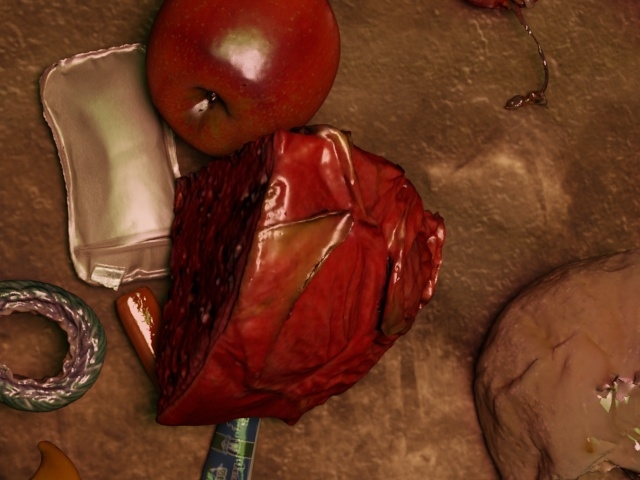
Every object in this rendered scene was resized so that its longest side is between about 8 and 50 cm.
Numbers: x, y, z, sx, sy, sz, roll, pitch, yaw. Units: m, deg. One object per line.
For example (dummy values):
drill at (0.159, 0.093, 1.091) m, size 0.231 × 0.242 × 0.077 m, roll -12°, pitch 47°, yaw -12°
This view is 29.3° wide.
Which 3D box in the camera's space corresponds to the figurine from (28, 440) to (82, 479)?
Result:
figurine at (-0.378, 0.366, 0.975) m, size 0.401 × 0.268 × 0.387 m, roll -11°, pitch 75°, yaw -27°

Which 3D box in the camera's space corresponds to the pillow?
pillow at (-0.192, -0.071, 1.178) m, size 0.130 × 0.038 × 0.233 m, roll -12°, pitch 89°, yaw -15°

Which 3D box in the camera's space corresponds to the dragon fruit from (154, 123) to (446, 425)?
dragon fruit at (0.000, 0.000, 1.155) m, size 0.330 × 0.302 × 0.240 m, roll -7°, pitch 53°, yaw -42°

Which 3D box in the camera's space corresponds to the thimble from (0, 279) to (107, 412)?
thimble at (-0.265, 0.095, 1.118) m, size 0.135 × 0.090 × 0.118 m, roll 28°, pitch 76°, yaw -10°

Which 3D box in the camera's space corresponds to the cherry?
cherry at (0.193, -0.247, 1.281) m, size 0.107 × 0.090 × 0.226 m, roll -8°, pitch 97°, yaw -28°

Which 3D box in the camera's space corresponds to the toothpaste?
toothpaste at (-0.078, 0.178, 1.194) m, size 0.057 × 0.035 × 0.197 m, roll 13°, pitch 83°, yaw 2°

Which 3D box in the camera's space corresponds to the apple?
apple at (-0.073, -0.176, 1.145) m, size 0.181 × 0.181 × 0.168 m, roll 41°, pitch 51°, yaw -9°

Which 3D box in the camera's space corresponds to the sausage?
sausage at (-0.154, 0.107, 1.174) m, size 0.041 × 0.039 × 0.131 m, roll -29°, pitch 95°, yaw -23°

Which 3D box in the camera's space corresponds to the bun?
bun at (0.305, 0.139, 1.216) m, size 0.281 × 0.205 × 0.282 m, roll 2°, pitch 83°, yaw -16°
